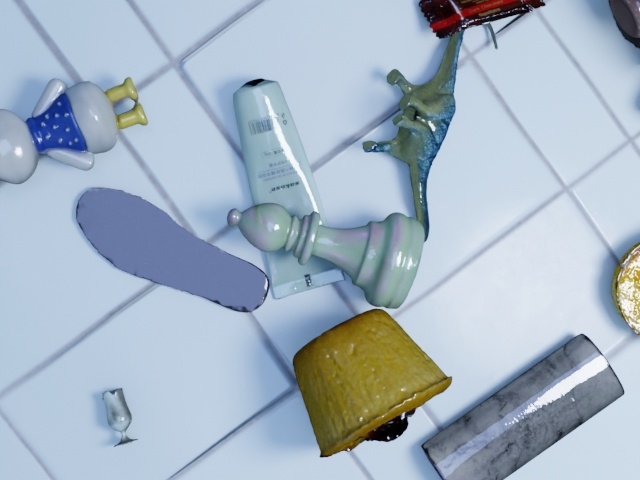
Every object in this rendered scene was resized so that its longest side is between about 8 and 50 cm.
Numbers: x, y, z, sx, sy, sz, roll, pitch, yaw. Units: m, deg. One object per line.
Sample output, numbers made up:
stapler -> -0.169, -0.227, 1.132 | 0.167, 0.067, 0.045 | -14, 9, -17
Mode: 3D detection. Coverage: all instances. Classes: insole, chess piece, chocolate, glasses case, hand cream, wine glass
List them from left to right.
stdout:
wine glass -> -0.292, 0.256, 1.309 | 0.039, 0.042, 0.083 | -19, 83, 10
insole -> -0.218, 0.016, 1.330 | 0.309, 0.012, 0.110 | 24, 86, -4
hand cream -> -0.056, -0.080, 1.326 | 0.109, 0.067, 0.321 | -16, 95, -6
chess piece -> 0.000, 0.000, 1.279 | 0.271, 0.139, 0.139 | 16, 88, -5
chocolate -> 0.243, -0.354, 1.354 | 0.182, 0.028, 0.086 | -19, 63, -11
glasses case -> 0.300, 0.265, 1.339 | 0.299, 0.060, 0.114 | -34, 94, -4

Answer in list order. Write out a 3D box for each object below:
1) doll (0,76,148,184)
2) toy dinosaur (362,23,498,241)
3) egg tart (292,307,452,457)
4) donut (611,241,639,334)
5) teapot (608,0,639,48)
doll -> -0.393, -0.149, 1.275 | 0.293, 0.119, 0.138 | -22, 96, -10
toy dinosaur -> 0.151, -0.179, 1.328 | 0.147, 0.076, 0.363 | 20, 84, -37
egg tart -> 0.067, 0.199, 1.262 | 0.215, 0.215, 0.171 | -28, 76, -4
donut -> 0.513, 0.058, 1.354 | 0.146, 0.078, 0.181 | 42, 93, -1
teapot -> 0.574, -0.423, 1.234 | 0.361, 0.376, 0.306 | -33, 60, 3
